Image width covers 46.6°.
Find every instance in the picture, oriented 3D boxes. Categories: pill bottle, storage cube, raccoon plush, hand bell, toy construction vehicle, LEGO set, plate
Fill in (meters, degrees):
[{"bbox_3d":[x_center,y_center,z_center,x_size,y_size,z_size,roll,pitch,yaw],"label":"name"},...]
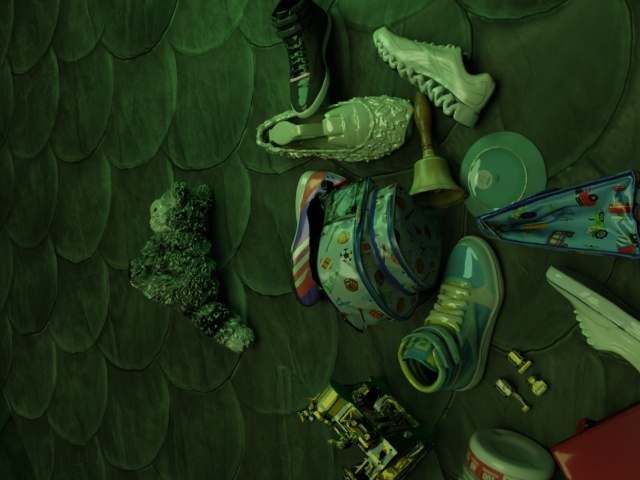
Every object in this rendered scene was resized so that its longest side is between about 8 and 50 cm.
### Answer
[{"bbox_3d":[0.329,0.519,1.412,0.161,0.161,0.283,23,106,38],"label":"pill bottle"},{"bbox_3d":[0.535,0.365,1.213,0.193,0.184,0.215,-41,66,34],"label":"storage cube"},{"bbox_3d":[-0.291,0.047,1.964,0.446,0.216,0.299,32,100,4],"label":"raccoon plush"},{"bbox_3d":[0.222,-0.195,1.528,0.126,0.126,0.242,-19,67,40],"label":"hand bell"},{"bbox_3d":[0.387,0.270,1.439,0.098,0.035,0.086,45,108,27],"label":"toy construction vehicle"},{"bbox_3d":[0.076,0.424,1.530,0.255,0.331,0.192,42,101,16],"label":"LEGO set"},{"bbox_3d":[0.349,-0.120,1.454,0.188,0.024,0.188,3,95,40],"label":"plate"}]

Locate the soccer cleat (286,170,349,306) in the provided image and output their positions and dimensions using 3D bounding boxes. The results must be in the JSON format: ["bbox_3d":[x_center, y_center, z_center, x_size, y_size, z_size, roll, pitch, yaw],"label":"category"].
[{"bbox_3d":[0.000,0.000,1.711,0.116,0.109,0.318,7,94,36],"label":"soccer cleat"}]

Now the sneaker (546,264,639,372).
[{"bbox_3d":[0.491,0.142,1.298,0.258,0.094,0.091,41,113,31],"label":"sneaker"}]

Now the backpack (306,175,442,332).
[{"bbox_3d":[0.111,0.036,1.452,0.213,0.276,0.263,-19,41,41],"label":"backpack"}]

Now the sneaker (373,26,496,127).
[{"bbox_3d":[0.230,-0.354,1.502,0.292,0.110,0.118,44,111,21],"label":"sneaker"}]

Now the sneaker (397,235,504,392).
[{"bbox_3d":[0.247,0.151,1.434,0.127,0.208,0.319,9,97,41],"label":"sneaker"}]

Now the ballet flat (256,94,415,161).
[{"bbox_3d":[0.015,-0.241,1.666,0.409,0.147,0.147,-2,91,40],"label":"ballet flat"}]

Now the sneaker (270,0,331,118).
[{"bbox_3d":[-0.054,-0.420,1.643,0.104,0.147,0.295,-10,63,33],"label":"sneaker"}]

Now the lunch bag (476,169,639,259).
[{"bbox_3d":[0.427,-0.028,1.262,0.293,0.221,0.138,-7,87,40],"label":"lunch bag"}]
